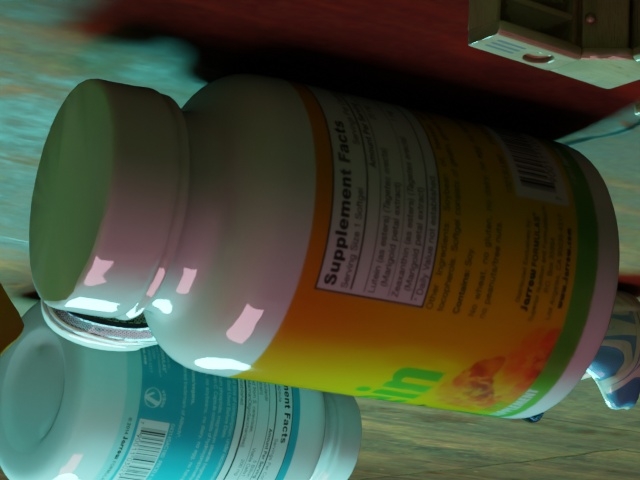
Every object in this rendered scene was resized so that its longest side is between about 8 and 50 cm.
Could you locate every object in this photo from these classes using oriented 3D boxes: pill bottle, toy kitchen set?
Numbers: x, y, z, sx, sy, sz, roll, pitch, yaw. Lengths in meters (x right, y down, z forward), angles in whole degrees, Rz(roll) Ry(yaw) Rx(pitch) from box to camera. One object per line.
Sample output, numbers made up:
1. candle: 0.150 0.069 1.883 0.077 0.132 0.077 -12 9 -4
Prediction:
1. pill bottle: 0.000 0.000 0.867 0.246 0.136 0.136 11 165 -26
2. pill bottle: -0.099 0.130 1.411 0.264 0.146 0.146 14 163 -36
3. toy kitchen set: 0.108 -0.071 0.692 0.075 0.068 0.083 13 163 -34

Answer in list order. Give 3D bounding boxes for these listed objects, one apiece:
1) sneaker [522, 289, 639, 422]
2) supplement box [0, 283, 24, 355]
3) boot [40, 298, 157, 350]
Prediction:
1. sneaker: 0.105 0.079 1.277 0.237 0.086 0.085 -4 166 33
2. supplement box: -0.330 0.059 0.720 0.357 0.195 0.194 -25 -166 26
3. boot: -0.075 0.023 1.159 0.190 0.069 0.086 -3 160 -8
